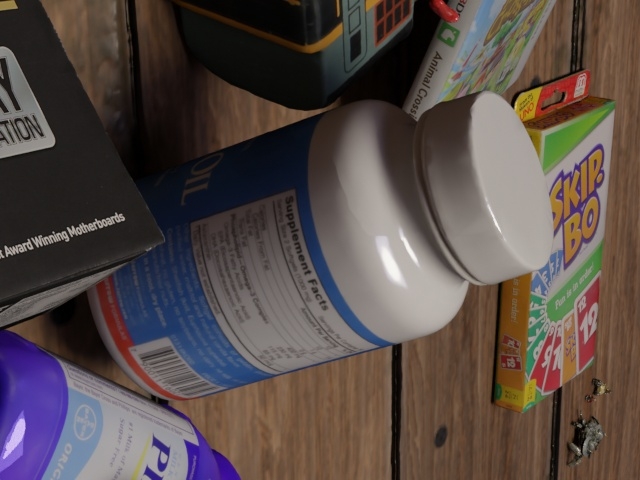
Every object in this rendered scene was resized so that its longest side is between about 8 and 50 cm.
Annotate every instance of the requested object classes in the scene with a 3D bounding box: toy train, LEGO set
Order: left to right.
[{"bbox_3d":[0.037,-0.221,0.864,0.334,0.142,0.190,-47,149,-37],"label":"toy train"},{"bbox_3d":[0.248,0.168,1.399,0.054,0.023,0.083,8,97,-55],"label":"LEGO set"}]

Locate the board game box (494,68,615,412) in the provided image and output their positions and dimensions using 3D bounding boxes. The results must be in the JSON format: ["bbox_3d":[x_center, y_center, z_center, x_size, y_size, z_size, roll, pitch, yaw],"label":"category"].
[{"bbox_3d":[0.189,-0.001,1.244,0.124,0.039,0.259,-24,119,-49],"label":"board game box"}]

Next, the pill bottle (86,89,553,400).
[{"bbox_3d":[0.000,0.000,0.788,0.124,0.221,0.124,41,40,-47],"label":"pill bottle"}]

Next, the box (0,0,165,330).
[{"bbox_3d":[-0.216,-0.059,0.478,0.307,0.076,0.242,-20,83,-56],"label":"box"}]

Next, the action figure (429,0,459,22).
[{"bbox_3d":[0.064,-0.148,0.803,0.038,0.030,0.115,-54,161,-2],"label":"action figure"}]

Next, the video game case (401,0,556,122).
[{"bbox_3d":[0.116,-0.142,0.996,0.212,0.023,0.193,-43,162,-48],"label":"video game case"}]

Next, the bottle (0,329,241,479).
[{"bbox_3d":[-0.114,0.137,0.816,0.118,0.092,0.283,-62,144,-7],"label":"bottle"}]
